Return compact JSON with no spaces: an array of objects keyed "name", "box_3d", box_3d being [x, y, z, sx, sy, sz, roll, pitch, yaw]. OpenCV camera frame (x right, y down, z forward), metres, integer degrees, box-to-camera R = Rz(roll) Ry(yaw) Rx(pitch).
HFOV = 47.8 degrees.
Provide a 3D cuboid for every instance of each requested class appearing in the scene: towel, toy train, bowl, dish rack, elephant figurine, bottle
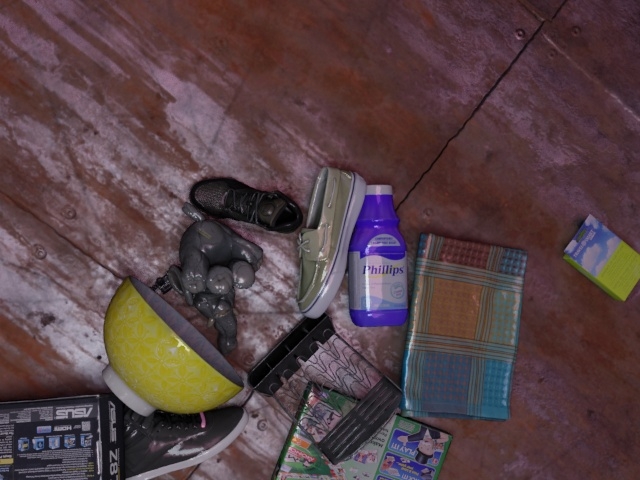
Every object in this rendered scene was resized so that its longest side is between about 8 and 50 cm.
[{"name":"towel","box_3d":[0.298,0.185,1.482,0.272,0.040,0.369,9,87,-24]},{"name":"toy train","box_3d":[-0.342,0.116,1.404,0.158,0.027,0.036,-37,107,-10]},{"name":"bowl","box_3d":[-0.289,0.215,1.279,0.289,0.289,0.156,44,84,-6]},{"name":"dish rack","box_3d":[0.013,0.277,1.364,0.208,0.271,0.074,-45,137,-7]},{"name":"elephant figurine","box_3d":[-0.211,0.081,1.369,0.170,0.239,0.185,16,58,-8]},{"name":"bottle","box_3d":[0.115,0.031,1.453,0.118,0.092,0.282,0,88,-16]}]

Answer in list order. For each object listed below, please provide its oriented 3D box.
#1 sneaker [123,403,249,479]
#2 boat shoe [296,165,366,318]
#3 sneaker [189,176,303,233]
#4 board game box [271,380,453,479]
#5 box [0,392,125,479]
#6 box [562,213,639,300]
[{"name":"sneaker","box_3d":[-0.287,0.344,1.349,0.296,0.104,0.146,-20,111,-10]},{"name":"boat shoe","box_3d":[0.000,0.000,1.419,0.094,0.109,0.302,20,82,-25]},{"name":"sneaker","box_3d":[-0.140,-0.072,1.393,0.228,0.130,0.087,18,84,-7]},{"name":"board game box","box_3d":[0.086,0.439,1.462,0.317,0.046,0.213,23,85,-9]},{"name":"box","box_3d":[-0.531,0.433,1.239,0.395,0.097,0.318,-7,79,11]},{"name":"box","box_3d":[0.613,0.037,1.568,0.178,0.042,0.109,38,82,-7]}]
